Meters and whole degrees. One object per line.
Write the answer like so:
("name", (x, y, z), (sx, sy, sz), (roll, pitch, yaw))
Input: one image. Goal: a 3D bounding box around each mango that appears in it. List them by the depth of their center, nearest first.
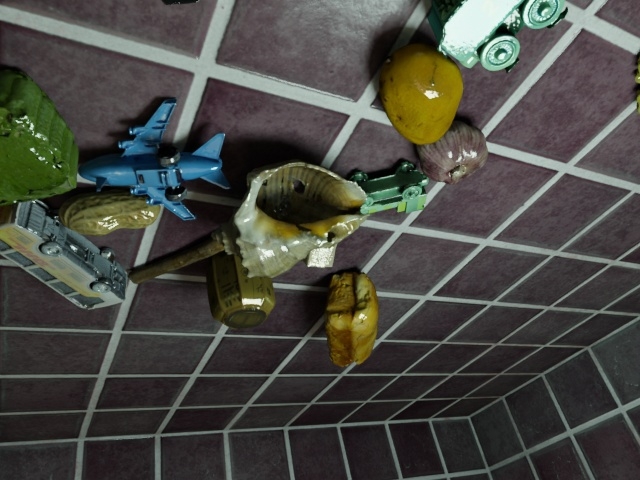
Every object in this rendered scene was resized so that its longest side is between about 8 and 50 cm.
("mango", (0.187, -0.257, 0.926), (0.147, 0.110, 0.227), (-11, 147, 17))

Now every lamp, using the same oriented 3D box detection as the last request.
("lamp", (-0.196, 0.112, 1.241), (0.161, 0.185, 0.161), (-9, 147, -6))

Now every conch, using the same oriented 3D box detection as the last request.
("conch", (-0.070, -0.066, 1.049), (0.323, 0.186, 0.263), (-22, 141, -15))

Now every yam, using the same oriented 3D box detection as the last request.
("yam", (-0.313, 0.036, 1.218), (0.326, 0.045, 0.045), (-22, 121, 11))

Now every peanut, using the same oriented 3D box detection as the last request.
("peanut", (-0.421, -0.056, 1.016), (0.193, 0.093, 0.083), (-5, 117, -9))

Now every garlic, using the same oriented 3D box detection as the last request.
("garlic", (0.282, -0.180, 1.075), (0.159, 0.102, 0.147), (23, 130, -41))

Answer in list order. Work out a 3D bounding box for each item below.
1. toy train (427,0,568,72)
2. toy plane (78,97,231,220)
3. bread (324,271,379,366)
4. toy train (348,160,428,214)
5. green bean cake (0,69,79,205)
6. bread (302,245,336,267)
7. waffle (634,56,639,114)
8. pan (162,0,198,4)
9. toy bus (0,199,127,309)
("toy train", (0.275, -0.375, 0.805), (0.162, 0.112, 0.203), (20, 132, -30))
("toy plane", (-0.308, -0.133, 0.944), (0.271, 0.105, 0.254), (-10, 131, -13))
("bread", (0.099, 0.239, 1.513), (0.148, 0.195, 0.344), (5, 145, 8))
("toy train", (0.145, -0.103, 1.154), (0.200, 0.083, 0.132), (-11, 151, 0))
("green bean cake", (-0.526, -0.155, 0.824), (0.214, 0.113, 0.200), (-14, 144, -1))
("bread", (-0.006, -0.014, 1.273), (0.077, 0.105, 0.152), (6, 109, -25))
("waffle", (0.787, -0.378, 1.018), (0.300, 0.058, 0.281), (-26, 142, 18))
("pan", (-0.144, -0.385, 0.696), (0.128, 0.048, 0.201), (-23, -176, 46))
("toy bus", (-0.556, 0.037, 1.089), (0.137, 0.097, 0.343), (-16, 144, 7))
